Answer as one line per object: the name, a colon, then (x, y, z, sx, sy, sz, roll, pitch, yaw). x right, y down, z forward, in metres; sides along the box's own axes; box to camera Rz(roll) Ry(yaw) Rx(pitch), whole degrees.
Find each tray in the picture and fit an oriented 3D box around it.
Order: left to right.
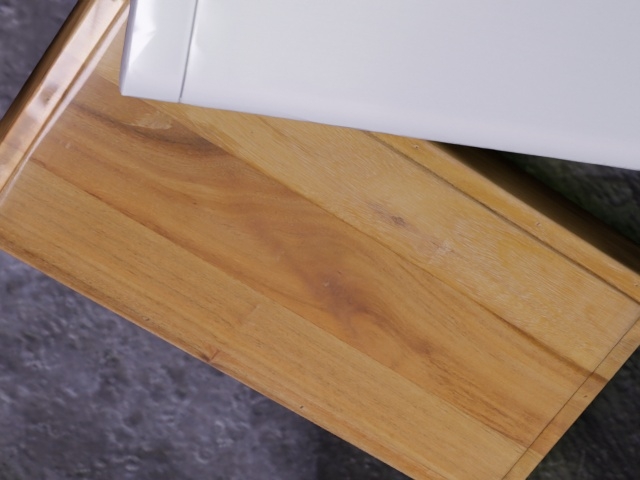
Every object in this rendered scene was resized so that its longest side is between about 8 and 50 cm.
tray: (0.000, 0.000, 1.105, 0.411, 0.076, 0.203, 31, 110, -16)

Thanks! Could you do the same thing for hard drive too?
hard drive: (0.080, -0.169, 0.976, 0.353, 0.047, 0.233, 7, 111, -11)
